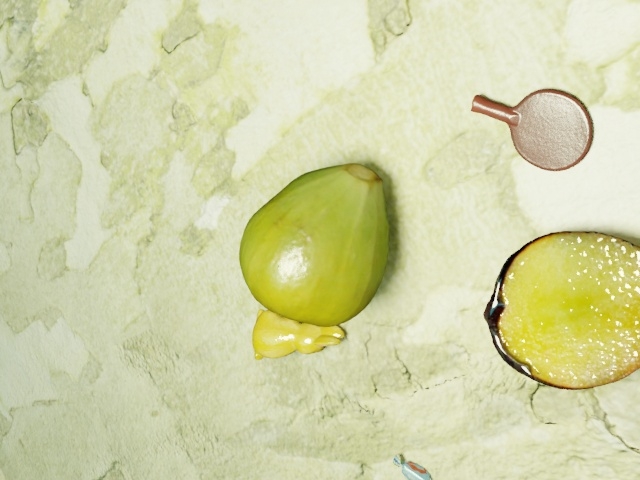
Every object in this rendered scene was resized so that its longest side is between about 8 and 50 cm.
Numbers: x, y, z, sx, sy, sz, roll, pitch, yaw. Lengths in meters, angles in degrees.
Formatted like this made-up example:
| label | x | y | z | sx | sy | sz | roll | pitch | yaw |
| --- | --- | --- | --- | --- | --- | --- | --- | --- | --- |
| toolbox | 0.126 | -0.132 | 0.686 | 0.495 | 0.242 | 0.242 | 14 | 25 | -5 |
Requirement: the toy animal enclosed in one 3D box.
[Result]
| label | x | y | z | sx | sy | sz | roll | pitch | yaw |
| --- | --- | --- | --- | --- | --- | --- | --- | --- | --- |
| toy animal | -0.032 | 0.161 | 1.321 | 0.159 | 0.070 | 0.083 | 2 | 69 | 28 |

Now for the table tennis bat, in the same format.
| label | x | y | z | sx | sy | sz | roll | pitch | yaw |
| --- | --- | --- | --- | --- | --- | --- | --- | --- | --- |
| table tennis bat | 0.250 | -0.140 | 0.974 | 0.155 | 0.019 | 0.098 | 27 | 125 | 28 |

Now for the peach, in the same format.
| label | x | y | z | sx | sy | sz | roll | pitch | yaw |
| --- | --- | --- | --- | --- | --- | --- | --- | --- | --- |
| peach | 0.322 | 0.076 | 0.969 | 0.279 | 0.068 | 0.189 | -15 | 90 | 46 |

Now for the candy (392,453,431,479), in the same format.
| label | x | y | z | sx | sy | sz | roll | pitch | yaw |
| --- | --- | --- | --- | --- | --- | --- | --- | --- | --- |
| candy | 0.149 | 0.364 | 1.278 | 0.083 | 0.020 | 0.030 | 31 | 129 | 27 |

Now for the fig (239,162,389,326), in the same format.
| label | x | y | z | sx | sy | sz | roll | pitch | yaw |
| --- | --- | --- | --- | --- | --- | --- | --- | --- | --- |
| fig | -0.005 | 0.001 | 1.143 | 0.207 | 0.207 | 0.230 | 12 | 86 | 38 |
